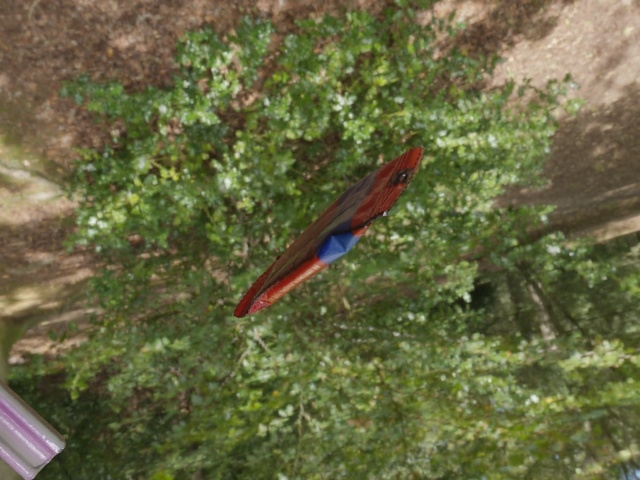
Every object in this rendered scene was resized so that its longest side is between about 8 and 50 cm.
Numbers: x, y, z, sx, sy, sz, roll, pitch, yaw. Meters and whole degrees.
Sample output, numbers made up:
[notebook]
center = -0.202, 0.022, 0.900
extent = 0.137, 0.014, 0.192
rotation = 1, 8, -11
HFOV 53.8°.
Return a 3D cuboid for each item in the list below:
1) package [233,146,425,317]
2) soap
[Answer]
[package]
center = 0.000, 0.000, 0.486
extent = 0.200, 0.022, 0.083
rotation = -36, -162, 46
[soap]
center = -0.431, 0.223, 0.831
extent = 0.065, 0.203, 0.122
rotation = -47, -172, -25
